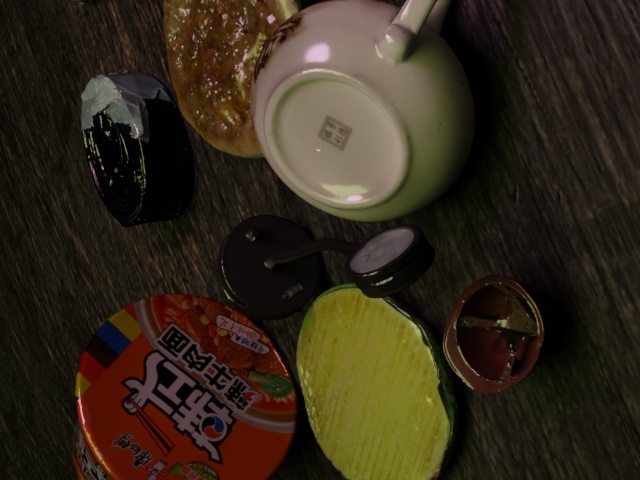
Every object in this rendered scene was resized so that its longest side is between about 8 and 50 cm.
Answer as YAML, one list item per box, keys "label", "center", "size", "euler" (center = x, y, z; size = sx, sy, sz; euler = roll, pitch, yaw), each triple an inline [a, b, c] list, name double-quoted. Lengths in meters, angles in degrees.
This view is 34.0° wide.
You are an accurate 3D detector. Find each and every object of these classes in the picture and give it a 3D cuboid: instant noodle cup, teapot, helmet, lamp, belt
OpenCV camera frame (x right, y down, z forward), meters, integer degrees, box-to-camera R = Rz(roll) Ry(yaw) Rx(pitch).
- label: "instant noodle cup"
  center: [-0.173, 0.211, 1.211]
  size: [0.250, 0.250, 0.192]
  euler: [63, 148, 17]
- label: "teapot"
  center: [0.044, -0.123, 0.919]
  size: [0.204, 0.139, 0.298]
  euler: [39, 131, 3]
- label: "helmet"
  center: [0.161, 0.074, 0.888]
  size: [0.089, 0.057, 0.111]
  euler: [55, 132, 21]
- label: "lamp"
  center: [0.018, 0.031, 0.961]
  size: [0.108, 0.130, 0.371]
  euler: [58, 155, -17]
- label: "belt"
  center: [-0.234, -0.119, 1.305]
  size: [0.151, 0.078, 0.198]
  euler: [-32, 74, 52]

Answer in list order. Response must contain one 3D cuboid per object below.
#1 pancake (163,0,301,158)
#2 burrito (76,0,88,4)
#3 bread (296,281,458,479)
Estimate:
- label: "pancake"
  center: [-0.092, -0.215, 1.129]
  size: [0.282, 0.049, 0.282]
  euler: [20, 115, 51]
- label: "burrito"
  center: [-0.278, -0.335, 1.325]
  size: [0.149, 0.041, 0.055]
  euler: [3, 116, 51]
- label: "bread"
  center: [0.056, 0.149, 1.060]
  size: [0.228, 0.034, 0.228]
  euler: [19, 116, 46]
